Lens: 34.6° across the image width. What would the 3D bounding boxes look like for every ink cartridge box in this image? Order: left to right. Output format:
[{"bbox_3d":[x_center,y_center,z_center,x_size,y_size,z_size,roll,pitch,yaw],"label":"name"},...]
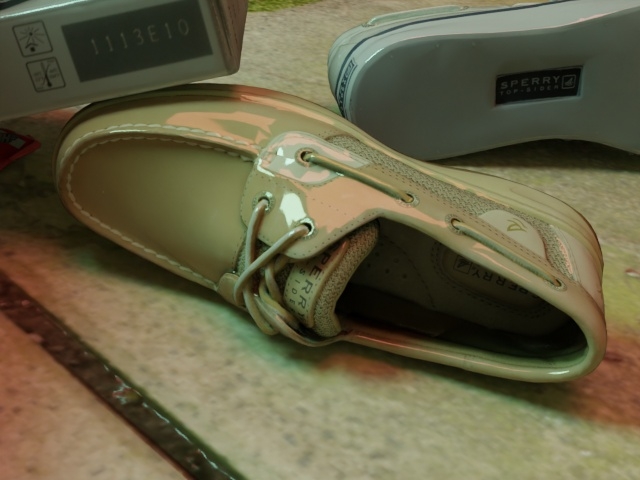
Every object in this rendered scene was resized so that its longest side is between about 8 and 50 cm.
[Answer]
[{"bbox_3d":[-0.181,-0.137,0.620,0.275,0.060,0.239,-11,30,4],"label":"ink cartridge box"}]

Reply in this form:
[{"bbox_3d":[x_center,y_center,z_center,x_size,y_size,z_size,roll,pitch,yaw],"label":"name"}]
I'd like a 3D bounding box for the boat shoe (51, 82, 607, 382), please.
[{"bbox_3d":[0.000,0.000,0.529,0.302,0.109,0.098,16,29,1],"label":"boat shoe"}]

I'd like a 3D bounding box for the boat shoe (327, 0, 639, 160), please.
[{"bbox_3d":[0.180,-0.140,0.816,0.367,0.135,0.156,-7,30,-10],"label":"boat shoe"}]

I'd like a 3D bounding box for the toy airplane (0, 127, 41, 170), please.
[{"bbox_3d":[-0.244,-0.075,0.656,0.151,0.028,0.151,7,32,-4],"label":"toy airplane"}]
